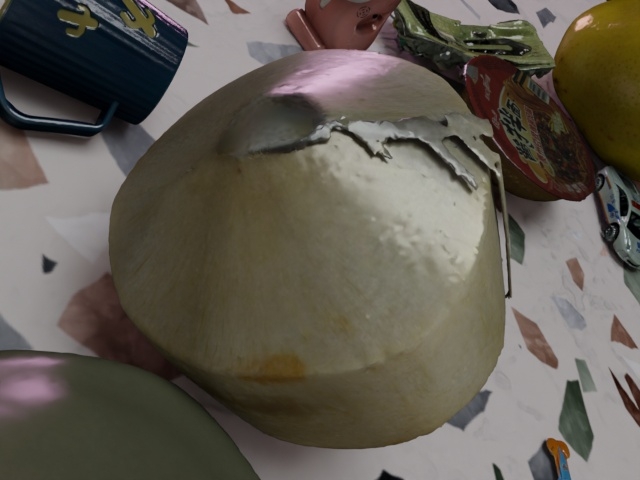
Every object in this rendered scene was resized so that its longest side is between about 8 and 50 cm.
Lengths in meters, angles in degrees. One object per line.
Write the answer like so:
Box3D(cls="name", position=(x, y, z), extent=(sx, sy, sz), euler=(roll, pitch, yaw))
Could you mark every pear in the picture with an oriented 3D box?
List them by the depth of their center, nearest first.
Box3D(cls="pear", position=(0.630, -0.280, 1.338), extent=(0.418, 0.362, 0.362), euler=(21, 38, 15))

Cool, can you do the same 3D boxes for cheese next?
Box3D(cls="cheese", position=(0.276, 0.275, 0.840), extent=(0.047, 0.017, 0.111), euler=(25, 45, -28))

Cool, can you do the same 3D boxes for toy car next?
Box3D(cls="toy car", position=(0.520, -0.042, 1.273), extent=(0.095, 0.056, 0.205), euler=(26, 43, -23))

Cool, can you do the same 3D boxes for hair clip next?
Box3D(cls="hair clip", position=(0.240, -0.311, 1.226), extent=(0.321, 0.091, 0.138), euler=(3, 52, -29))

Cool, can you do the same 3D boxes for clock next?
Box3D(cls="clock", position=(0.057, -0.326, 1.021), extent=(0.166, 0.162, 0.093), euler=(-28, 81, -48))

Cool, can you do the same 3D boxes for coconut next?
Box3D(cls="coconut", position=(0.000, 0.000, 0.587), extent=(0.323, 0.323, 0.323), euler=(23, 46, -26))

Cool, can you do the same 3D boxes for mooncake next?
Box3D(cls="mooncake", position=(-0.143, 0.184, 0.411), extent=(0.275, 0.135, 0.275), euler=(27, 18, -10))

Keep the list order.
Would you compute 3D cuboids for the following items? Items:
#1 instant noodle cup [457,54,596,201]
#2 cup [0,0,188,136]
Box3D(cls="instant noodle cup", position=(0.289, -0.150, 1.132), extent=(0.274, 0.091, 0.274), euler=(23, 46, -26))
Box3D(cls="cup", position=(-0.224, -0.174, 0.701), extent=(0.155, 0.131, 0.176), euler=(26, 74, -28))
